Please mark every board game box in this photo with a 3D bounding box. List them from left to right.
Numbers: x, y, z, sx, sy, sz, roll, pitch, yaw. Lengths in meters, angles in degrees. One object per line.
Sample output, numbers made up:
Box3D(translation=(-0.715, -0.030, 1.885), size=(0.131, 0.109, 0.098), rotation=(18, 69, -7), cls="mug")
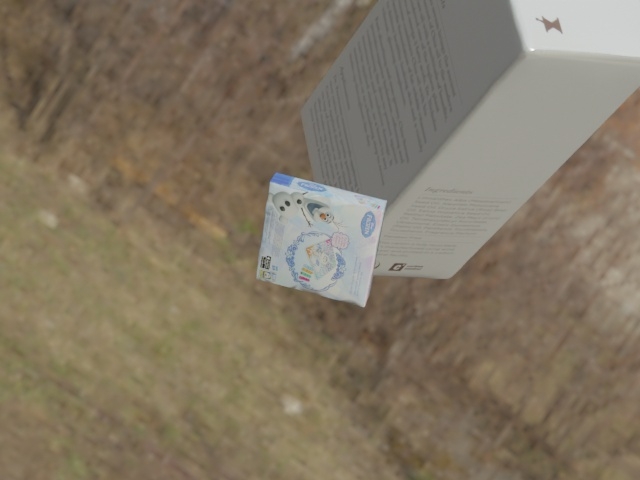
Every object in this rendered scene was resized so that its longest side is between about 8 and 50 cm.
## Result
Box3D(translation=(0.000, 0.000, 1.241), size=(0.090, 0.090, 0.020), rotation=(15, 32, 8), cls="board game box")

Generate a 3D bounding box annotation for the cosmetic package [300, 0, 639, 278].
Box3D(translation=(0.149, -0.160, 1.703), size=(0.161, 0.453, 0.230), rotation=(2, 61, -25), cls="cosmetic package")
